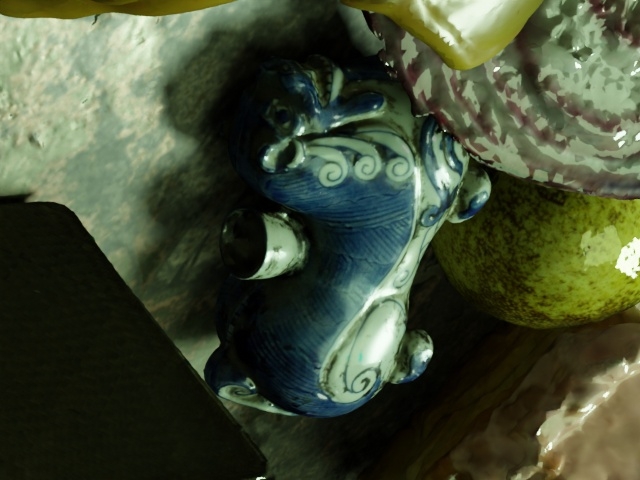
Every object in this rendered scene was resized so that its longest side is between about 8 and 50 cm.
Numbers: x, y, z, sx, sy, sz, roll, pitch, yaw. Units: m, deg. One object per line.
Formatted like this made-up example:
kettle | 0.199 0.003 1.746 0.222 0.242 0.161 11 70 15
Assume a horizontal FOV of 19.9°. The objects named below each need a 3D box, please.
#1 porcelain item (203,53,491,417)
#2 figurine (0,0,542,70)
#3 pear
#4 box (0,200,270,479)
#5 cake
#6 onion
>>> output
porcelain item | 0.000 0.000 1.310 0.186 0.138 0.288 3 121 -36
figurine | 0.003 -0.276 0.943 0.387 0.268 0.401 -37 156 -37
pear | 0.173 -0.033 1.401 0.197 0.197 0.197 -27 139 -26
box | -0.187 0.113 1.106 0.184 0.273 0.143 -5 130 -42
cake | 0.237 0.225 1.541 0.314 0.307 0.293 -46 -175 4
onion | 0.170 -0.206 1.254 0.280 0.146 0.314 17 109 -14
